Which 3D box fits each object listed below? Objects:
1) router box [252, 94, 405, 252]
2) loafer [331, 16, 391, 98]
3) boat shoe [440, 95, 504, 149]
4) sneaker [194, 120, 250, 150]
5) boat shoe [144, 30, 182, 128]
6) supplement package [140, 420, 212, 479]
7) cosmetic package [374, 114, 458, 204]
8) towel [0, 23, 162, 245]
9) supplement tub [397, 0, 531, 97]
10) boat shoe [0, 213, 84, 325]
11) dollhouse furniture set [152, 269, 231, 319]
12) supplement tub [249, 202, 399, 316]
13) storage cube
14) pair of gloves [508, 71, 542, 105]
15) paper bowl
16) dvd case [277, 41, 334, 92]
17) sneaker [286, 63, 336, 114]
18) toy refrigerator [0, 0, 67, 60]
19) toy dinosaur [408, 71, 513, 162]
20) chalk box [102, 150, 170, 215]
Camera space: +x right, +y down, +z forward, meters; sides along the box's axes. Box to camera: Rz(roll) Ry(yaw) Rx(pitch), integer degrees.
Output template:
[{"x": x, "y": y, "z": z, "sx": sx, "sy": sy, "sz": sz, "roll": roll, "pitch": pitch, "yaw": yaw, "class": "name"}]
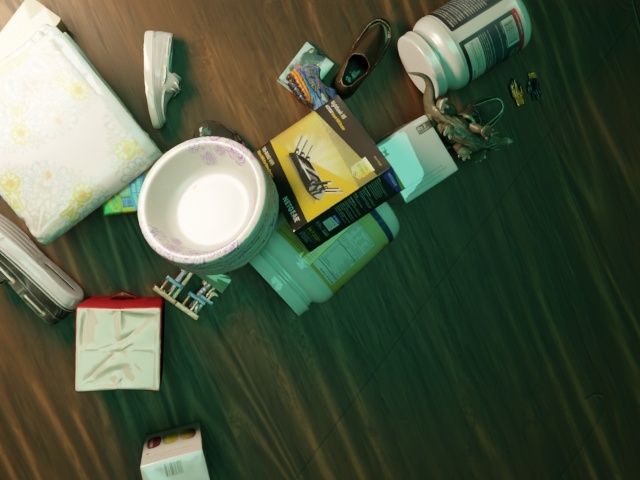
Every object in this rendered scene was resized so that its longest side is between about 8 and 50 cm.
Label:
[{"x": 0.008, "y": -0.153, "z": 1.752, "sx": 0.243, "sy": 0.309, "sz": 0.081, "roll": -34, "pitch": 134, "yaw": 4, "class": "router box"}, {"x": 0.108, "y": -0.438, "z": 1.934, "sx": 0.080, "sy": 0.078, "sz": 0.220, "roll": 30, "pitch": 87, "yaw": -9, "class": "loafer"}, {"x": 0.365, "y": -0.286, "z": 1.984, "sx": 0.224, "sy": 0.073, "sz": 0.080, "roll": -29, "pitch": 96, "yaw": -7, "class": "boat shoe"}, {"x": -0.183, "y": -0.164, "z": 1.851, "sx": 0.106, "sy": 0.162, "sz": 0.281, "roll": -39, "pitch": 98, "yaw": -6, "class": "sneaker"}, {"x": -0.361, "y": -0.372, "z": 1.857, "sx": 0.081, "sy": 0.079, "sz": 0.227, "roll": -3, "pitch": 89, "yaw": -5, "class": "boat shoe"}, {"x": -0.319, "y": 0.513, "z": 1.807, "sx": 0.139, "sy": 0.244, "sz": 0.133, "roll": -13, "pitch": 95, "yaw": -10, "class": "supplement package"}, {"x": 0.200, "y": -0.186, "z": 1.904, "sx": 0.151, "sy": 0.184, "sz": 0.151, "roll": -33, "pitch": 97, "yaw": -6, "class": "cosmetic package"}, {"x": -0.571, "y": -0.228, "z": 1.705, "sx": 0.320, "sy": 0.090, "sz": 0.374, "roll": -39, "pitch": 90, "yaw": -4, "class": "towel"}, {"x": 0.342, "y": -0.478, "z": 1.916, "sx": 0.272, "sy": 0.191, "sz": 0.191, "roll": -33, "pitch": 97, "yaw": -7, "class": "supplement tub"}, {"x": -0.686, "y": 0.057, "z": 1.794, "sx": 0.335, "sy": 0.121, "sz": 0.119, "roll": 45, "pitch": 95, "yaw": -2, "class": "boat shoe"}, {"x": -0.295, "y": 0.096, "z": 1.829, "sx": 0.129, "sy": 0.184, "sz": 0.129, "roll": 36, "pitch": 86, "yaw": -9, "class": "dollhouse furniture set"}, {"x": 0.000, "y": 0.000, "z": 1.854, "sx": 0.316, "sy": 0.228, "sz": 0.228, "roll": -42, "pitch": 98, "yaw": -6, "class": "supplement tub"}, {"x": -0.445, "y": 0.226, "z": 1.804, "sx": 0.184, "sy": 0.193, "sz": 0.215, "roll": 2, "pitch": 92, "yaw": -10, "class": "storage cube"}, {"x": 0.519, "y": -0.384, "z": 2.040, "sx": 0.083, "sy": 0.010, "sz": 0.074, "roll": -19, "pitch": 93, "yaw": -11, "class": "pair of gloves"}, {"x": -0.227, "y": -0.065, "z": 1.703, "sx": 0.284, "sy": 0.148, "sz": 0.284, "roll": -5, "pitch": 72, "yaw": 14, "class": "paper bowl"}, {"x": -0.036, "y": -0.405, "z": 1.944, "sx": 0.087, "sy": 0.013, "sz": 0.119, "roll": 38, "pitch": 87, "yaw": -9, "class": "dvd case"}, {"x": 0.013, "y": -0.322, "z": 1.916, "sx": 0.087, "sy": 0.083, "sz": 0.221, "roll": -37, "pitch": 108, "yaw": -15, "class": "sneaker"}, {"x": -0.687, "y": -0.402, "z": 1.791, "sx": 0.094, "sy": 0.102, "sz": 0.269, "roll": 36, "pitch": 86, "yaw": -9, "class": "toy refrigerator"}, {"x": 0.302, "y": -0.266, "z": 1.868, "sx": 0.313, "sy": 0.160, "sz": 0.121, "roll": 31, "pitch": 94, "yaw": -11, "class": "toy dinosaur"}, {"x": -0.435, "y": -0.126, "z": 1.826, "sx": 0.213, "sy": 0.132, "sz": 0.132, "roll": -6, "pitch": 93, "yaw": -11, "class": "chalk box"}]
